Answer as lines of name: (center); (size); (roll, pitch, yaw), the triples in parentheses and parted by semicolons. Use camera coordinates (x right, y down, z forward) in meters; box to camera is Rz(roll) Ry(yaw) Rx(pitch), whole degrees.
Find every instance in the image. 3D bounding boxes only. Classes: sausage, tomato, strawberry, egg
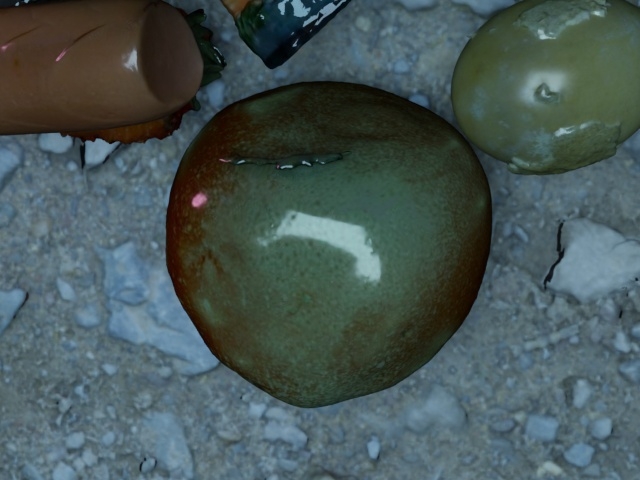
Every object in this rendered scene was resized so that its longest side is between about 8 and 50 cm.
sausage: (-0.262, -0.155, 1.611); (0.304, 0.121, 0.121); (-3, 101, 25)
tomato: (0.000, 0.000, 1.615); (0.304, 0.239, 0.303); (3, 103, 12)
strawberry: (-0.172, -0.158, 1.681); (0.140, 0.085, 0.192); (41, 111, 12)
egg: (0.216, -0.142, 1.591); (0.202, 0.164, 0.164); (-19, 98, -6)

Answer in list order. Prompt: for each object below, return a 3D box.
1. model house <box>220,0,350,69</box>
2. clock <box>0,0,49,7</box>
model house: (-0.030, -0.338, 1.590); (0.253, 0.184, 0.291); (-38, 89, 18)
clock: (-0.343, -0.357, 1.682); (0.319, 0.066, 0.318); (2, 101, 8)
